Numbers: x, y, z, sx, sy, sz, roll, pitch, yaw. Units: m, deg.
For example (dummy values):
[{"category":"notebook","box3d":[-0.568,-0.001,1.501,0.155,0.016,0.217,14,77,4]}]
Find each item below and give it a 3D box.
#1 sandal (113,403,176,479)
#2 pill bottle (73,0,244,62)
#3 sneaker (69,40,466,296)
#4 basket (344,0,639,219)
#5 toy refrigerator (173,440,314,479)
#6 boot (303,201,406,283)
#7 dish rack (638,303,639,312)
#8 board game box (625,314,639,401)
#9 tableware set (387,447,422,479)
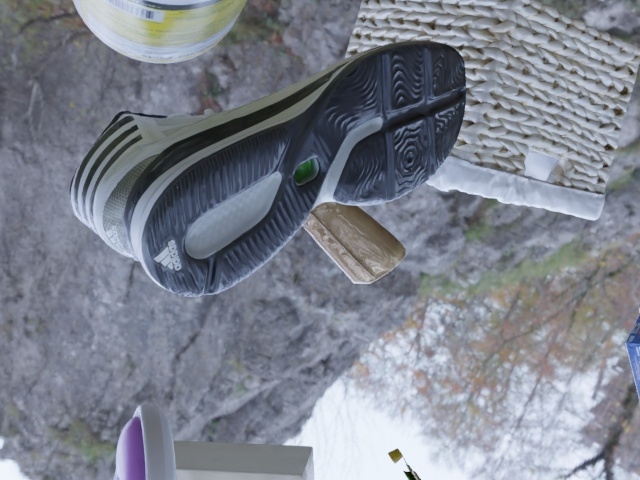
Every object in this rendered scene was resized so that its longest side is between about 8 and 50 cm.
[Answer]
[{"category":"sandal","box3d":[-0.202,0.317,0.657,0.102,0.416,0.169,5,-148,-25]},{"category":"pill bottle","box3d":[-0.155,-0.282,0.754,0.188,0.187,0.334,15,176,-14]},{"category":"sneaker","box3d":[-0.060,-0.122,0.818,0.448,0.169,0.258,-30,-142,-34]},{"category":"basket","box3d":[0.233,-0.204,1.143,0.328,0.266,0.331,8,-168,-38]},{"category":"toy refrigerator","box3d":[-0.146,0.354,1.117,0.270,0.102,0.094,-1,-167,10]},{"category":"boot","box3d":[0.000,0.000,1.565,0.269,0.236,0.089,45,-151,-23]},{"category":"dish rack","box3d":[0.403,-0.034,0.676,0.074,0.271,0.208,38,-160,27]},{"category":"board game box","box3d":[0.501,0.191,1.128,0.035,0.201,0.136,-1,-151,41]},{"category":"tableware set","box3d":[0.155,0.397,1.238,0.154,0.024,0.104,51,172,47]}]
